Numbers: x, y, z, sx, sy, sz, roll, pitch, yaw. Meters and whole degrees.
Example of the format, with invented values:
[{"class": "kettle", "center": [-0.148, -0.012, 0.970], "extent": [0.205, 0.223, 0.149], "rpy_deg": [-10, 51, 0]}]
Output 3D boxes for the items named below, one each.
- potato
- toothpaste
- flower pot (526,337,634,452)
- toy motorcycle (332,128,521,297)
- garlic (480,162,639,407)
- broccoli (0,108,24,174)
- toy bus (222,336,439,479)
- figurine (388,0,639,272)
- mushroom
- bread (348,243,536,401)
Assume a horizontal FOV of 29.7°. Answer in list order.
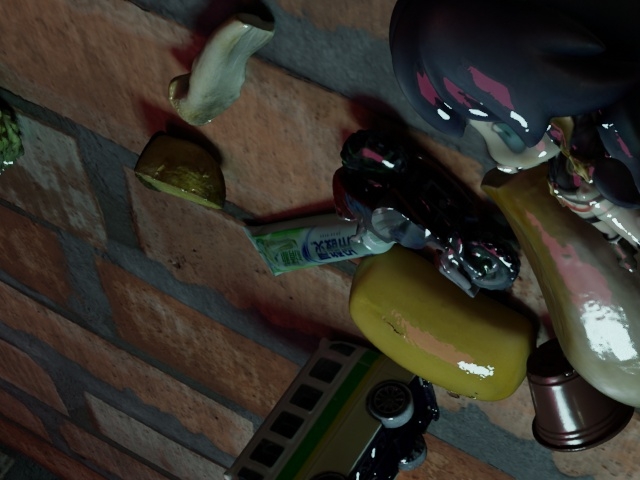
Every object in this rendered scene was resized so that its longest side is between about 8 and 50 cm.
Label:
[{"class": "potato", "center": [-0.146, -0.078, 1.363], "extent": [0.103, 0.066, 0.096], "rpy_deg": [20, 176, 8]}, {"class": "toothpaste", "center": [0.000, 0.000, 1.346], "extent": [0.297, 0.048, 0.074], "rpy_deg": [-10, 117, 57]}, {"class": "flower pot", "center": [0.259, 0.151, 1.249], "extent": [0.111, 0.111, 0.089], "rpy_deg": [2, 126, 47]}, {"class": "toy motorcycle", "center": [0.091, -0.018, 1.164], "extent": [0.213, 0.082, 0.122], "rpy_deg": [41, 152, -11]}, {"class": "garlic", "center": [0.257, 0.047, 1.082], "extent": [0.143, 0.112, 0.318], "rpy_deg": [-5, 123, 57]}, {"class": "broccoli", "center": [-0.507, -0.161, 1.546], "extent": [0.288, 0.248, 0.245], "rpy_deg": [15, 113, 53]}, {"class": "toy bus", "center": [0.002, 0.279, 1.521], "extent": [0.179, 0.305, 0.143], "rpy_deg": [22, 152, 28]}, {"class": "figurine", "center": [0.170, -0.102, 0.812], "extent": [0.265, 0.197, 0.175], "rpy_deg": [27, 161, -35]}, {"class": "mushroom", "center": [-0.097, -0.170, 1.165], "extent": [0.202, 0.059, 0.054], "rpy_deg": [-42, 65, 62]}, {"class": "bread", "center": [0.125, 0.098, 1.309], "extent": [0.217, 0.098, 0.147], "rpy_deg": [27, 150, 12]}]
